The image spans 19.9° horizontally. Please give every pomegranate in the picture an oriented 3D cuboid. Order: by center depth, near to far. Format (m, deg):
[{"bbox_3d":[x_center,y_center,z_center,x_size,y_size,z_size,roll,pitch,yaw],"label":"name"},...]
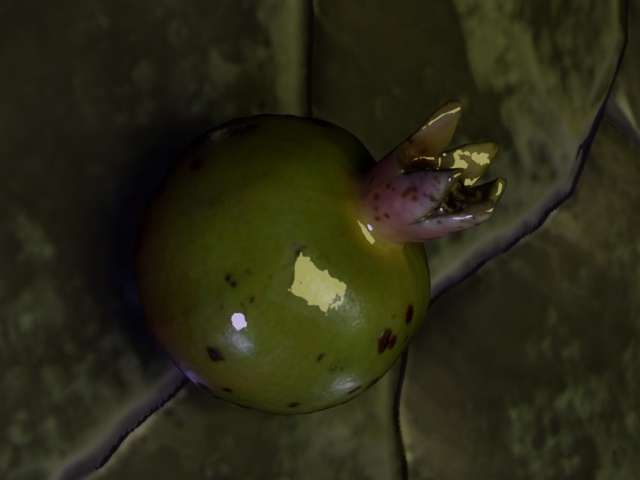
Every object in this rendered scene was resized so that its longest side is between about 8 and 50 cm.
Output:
[{"bbox_3d":[-0.006,-0.005,0.758,0.129,0.129,0.159,2,131,-42],"label":"pomegranate"}]
